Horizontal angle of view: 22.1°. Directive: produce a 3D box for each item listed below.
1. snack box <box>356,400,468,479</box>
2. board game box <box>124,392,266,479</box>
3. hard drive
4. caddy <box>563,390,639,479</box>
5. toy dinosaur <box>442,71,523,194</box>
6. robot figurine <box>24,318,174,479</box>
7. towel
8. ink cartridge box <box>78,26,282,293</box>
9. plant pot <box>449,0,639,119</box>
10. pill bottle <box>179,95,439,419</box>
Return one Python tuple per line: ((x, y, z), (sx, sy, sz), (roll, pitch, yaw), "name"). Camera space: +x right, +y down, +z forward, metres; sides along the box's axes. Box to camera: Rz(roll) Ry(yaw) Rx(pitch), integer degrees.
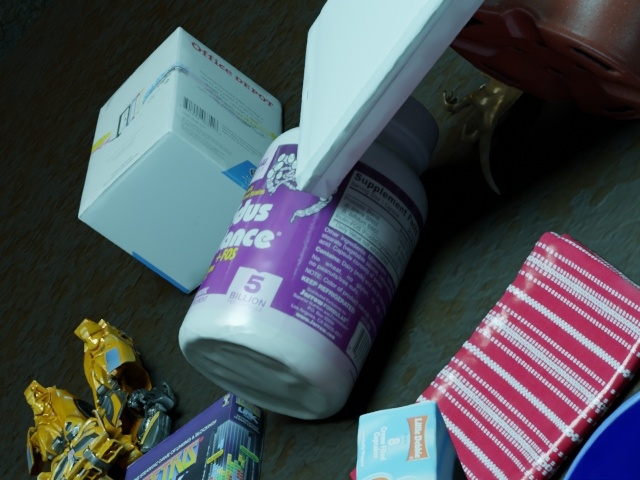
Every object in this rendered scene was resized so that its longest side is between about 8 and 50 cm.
((0.072, 0.280, 1.012), (0.060, 0.187, 0.322), (-12, 39, 13), "snack box")
((-0.129, 0.244, 1.582), (0.170, 0.048, 0.141), (-38, 30, 30), "board game box")
((0.064, -0.200, 1.376), (0.307, 0.040, 0.203), (128, 153, -48), "hard drive")
((0.191, 0.227, 0.780), (0.241, 0.179, 0.341), (33, 103, 55), "caddy")
((0.160, -0.126, 1.548), (0.093, 0.053, 0.183), (-12, 47, 54), "toy dinosaur")
((-0.253, 0.211, 1.799), (0.211, 0.085, 0.291), (-50, 25, 9), "robot figurine")
((0.142, 0.127, 1.277), (0.275, 0.031, 0.199), (-51, 25, 4), "towel")
((-0.160, -0.097, 1.932), (0.168, 0.171, 0.232), (-41, 27, 26), "ink cartridge box")
((0.237, -0.260, 1.370), (0.272, 0.272, 0.265), (9, 74, 63), "plant pot")
((0.000, 0.000, 1.527), (0.169, 0.169, 0.301), (-14, 46, 55), "pill bottle")
